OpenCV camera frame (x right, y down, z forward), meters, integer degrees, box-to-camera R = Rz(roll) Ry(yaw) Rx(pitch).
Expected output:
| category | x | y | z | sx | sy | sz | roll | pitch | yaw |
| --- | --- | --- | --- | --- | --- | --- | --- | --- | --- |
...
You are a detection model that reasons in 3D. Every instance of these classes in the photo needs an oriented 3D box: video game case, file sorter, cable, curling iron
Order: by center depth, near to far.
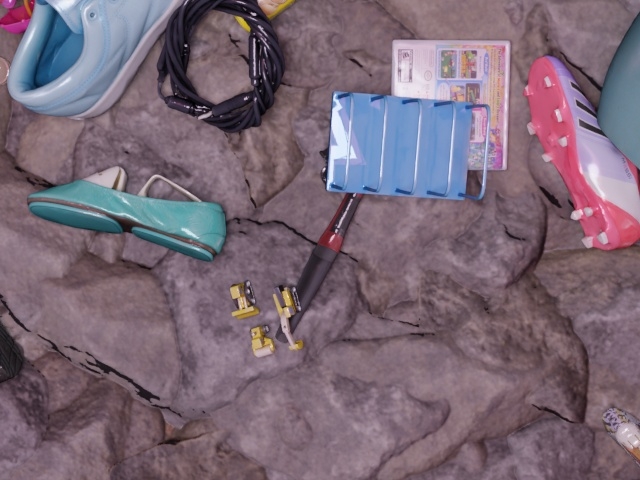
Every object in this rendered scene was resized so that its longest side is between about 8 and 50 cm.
| category | x | y | z | sx | sy | sz | roll | pitch | yaw |
| --- | --- | --- | --- | --- | --- | --- | --- | --- | --- |
| file sorter | 0.100 | -0.109 | 1.200 | 0.170 | 0.104 | 0.118 | 3 | 94 | -8 |
| cable | -0.115 | -0.210 | 1.231 | 0.150 | 0.047 | 0.184 | 33 | 126 | 3 |
| video game case | 0.157 | -0.165 | 1.270 | 0.143 | 0.019 | 0.157 | 1 | 94 | 3 |
| curling iron | 0.000 | 0.000 | 1.290 | 0.068 | 0.035 | 0.274 | 24 | 102 | 23 |

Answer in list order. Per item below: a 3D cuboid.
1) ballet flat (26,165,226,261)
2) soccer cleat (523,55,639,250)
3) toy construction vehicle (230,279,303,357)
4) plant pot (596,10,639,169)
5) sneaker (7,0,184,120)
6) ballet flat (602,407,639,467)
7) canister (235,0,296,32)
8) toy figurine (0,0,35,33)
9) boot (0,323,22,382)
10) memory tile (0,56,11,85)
| category | x | y | z | sx | sy | sz | roll | pitch | yaw |
| --- | --- | --- | --- | --- | --- | --- | --- | --- | --- |
| ballet flat | -0.232 | -0.044 | 1.286 | 0.247 | 0.083 | 0.087 | 14 | 72 | 2 |
| soccer cleat | 0.322 | -0.108 | 1.242 | 0.095 | 0.083 | 0.248 | -22 | 90 | -19 |
| toy construction vehicle | -0.069 | 0.094 | 1.285 | 0.086 | 0.035 | 0.098 | -15 | 88 | 23 |
| plant pot | 0.446 | -0.159 | 1.128 | 0.293 | 0.293 | 0.235 | 39 | 112 | 0 |
| sneaker | -0.238 | -0.291 | 1.183 | 0.135 | 0.150 | 0.366 | 34 | 108 | 14 |
| ballet flat | 0.394 | 0.253 | 1.281 | 0.041 | 0.041 | 0.114 | -43 | 91 | 6 |
| canister | -0.050 | -0.343 | 1.241 | 0.170 | 0.073 | 0.126 | -35 | 92 | 8 |
| toy figurine | -0.362 | -0.329 | 1.239 | 0.173 | 0.130 | 0.159 | 15 | 106 | -18 |
| boot | -0.502 | 0.106 | 1.312 | 0.161 | 0.083 | 0.246 | -28 | 91 | 12 |
| memory tile | -0.470 | -0.202 | 1.312 | 0.148 | 0.012 | 0.113 | -44 | 91 | 6 |
